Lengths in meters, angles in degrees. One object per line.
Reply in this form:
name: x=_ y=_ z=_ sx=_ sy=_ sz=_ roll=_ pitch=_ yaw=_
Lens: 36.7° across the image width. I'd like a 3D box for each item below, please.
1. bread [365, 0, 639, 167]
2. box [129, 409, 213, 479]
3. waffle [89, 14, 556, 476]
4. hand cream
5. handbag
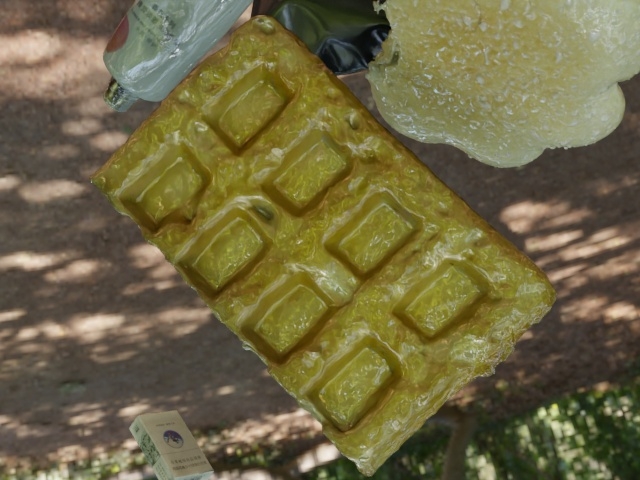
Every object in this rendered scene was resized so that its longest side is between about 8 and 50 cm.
bread: x=0.123 y=-0.127 z=0.649 sx=0.182 sy=0.039 sz=0.251 roll=23 pitch=152 yaw=10
box: x=-0.153 y=0.214 z=0.988 sx=0.054 sy=0.083 sz=0.024 roll=1 pitch=132 yaw=-47
waffle: x=0.000 y=0.000 z=0.629 sx=0.168 sy=0.274 sz=0.057 roll=-45 pitch=172 yaw=-1
hand cream: x=-0.117 y=-0.252 z=0.946 sx=0.341 sy=0.124 sz=0.078 roll=-47 pitch=169 yaw=30
handbag: x=0.046 y=-0.244 z=0.779 sx=0.211 sy=0.254 sz=0.088 roll=3 pitch=166 yaw=22
